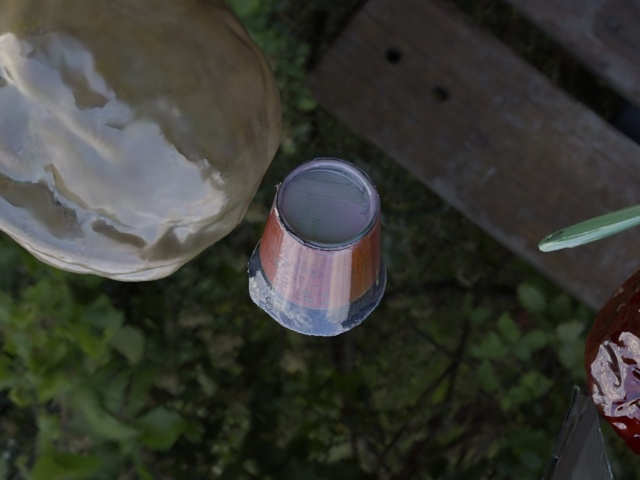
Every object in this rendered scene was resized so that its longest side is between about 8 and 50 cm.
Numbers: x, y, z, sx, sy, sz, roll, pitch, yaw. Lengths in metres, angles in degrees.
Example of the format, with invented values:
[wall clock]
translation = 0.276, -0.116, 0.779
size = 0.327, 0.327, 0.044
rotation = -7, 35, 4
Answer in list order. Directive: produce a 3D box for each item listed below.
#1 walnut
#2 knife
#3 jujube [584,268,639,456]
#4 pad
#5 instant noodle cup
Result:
[walnut]
translation = -0.224, -0.132, 1.378
size = 0.381, 0.381, 0.381
rotation = 38, 171, 7
[knife]
translation = 0.305, -0.032, 1.157
size = 0.293, 0.043, 0.020
rotation = -21, 101, 38
[jujube]
translation = 0.360, 0.115, 1.213
size = 0.232, 0.213, 0.213
rotation = 36, 171, 2
[pad]
translation = 0.235, 0.274, 1.303
size = 0.022, 0.233, 0.174
rotation = 2, 129, 29
[instant noodle cup]
translation = 0.002, -0.001, 1.171
size = 0.127, 0.127, 0.136
rotation = 36, 156, 14
